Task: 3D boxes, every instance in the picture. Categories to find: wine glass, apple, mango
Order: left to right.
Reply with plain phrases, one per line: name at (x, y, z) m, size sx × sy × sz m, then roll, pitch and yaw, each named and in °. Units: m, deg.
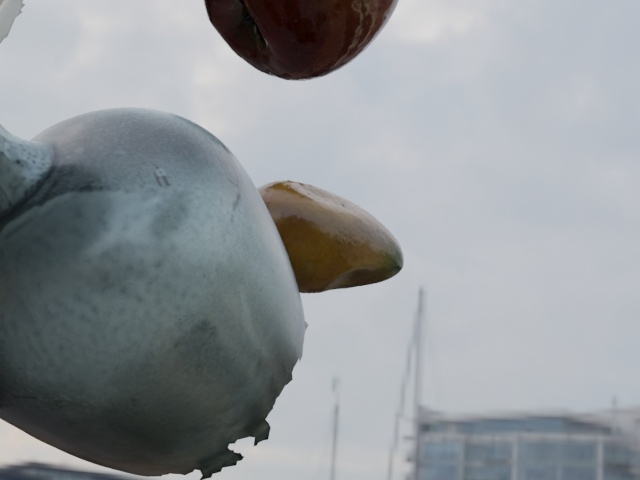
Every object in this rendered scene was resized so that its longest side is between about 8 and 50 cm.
wine glass at (-0.156, -0.007, 0.880) m, size 0.238 × 0.238 × 0.323 m, roll -9°, pitch -43°, yaw 37°
apple at (-0.018, -0.247, 1.369) m, size 0.181 × 0.168 × 0.181 m, roll 32°, pitch -32°, yaw 23°
mango at (-0.006, -0.002, 1.200) m, size 0.115 × 0.089 × 0.165 m, roll 21°, pitch 12°, yaw 33°
